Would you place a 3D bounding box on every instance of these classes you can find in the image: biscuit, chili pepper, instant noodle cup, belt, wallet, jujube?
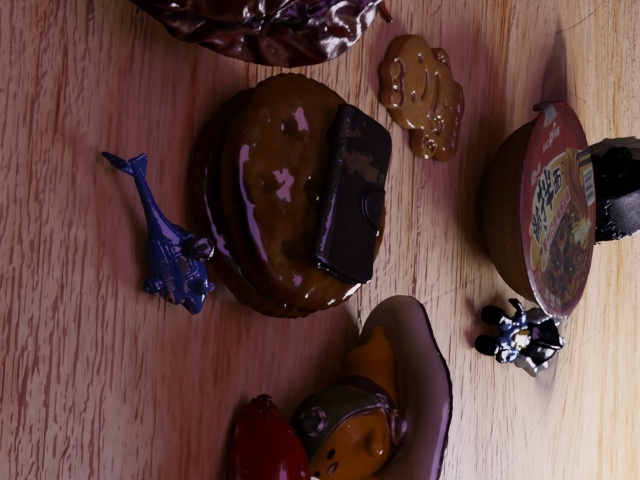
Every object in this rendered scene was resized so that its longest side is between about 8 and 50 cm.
[{"bbox_3d":[0.119,-0.164,1.706,0.184,0.027,0.133,54,47,-46],"label":"biscuit"},{"bbox_3d":[-0.025,-0.039,1.377,0.220,0.066,0.220,14,71,-48],"label":"biscuit"},{"bbox_3d":[-0.049,0.325,1.331,0.110,0.110,0.387,32,57,-56],"label":"chili pepper"},{"bbox_3d":[0.257,-0.037,1.880,0.274,0.091,0.273,0,91,-61],"label":"instant noodle cup"},{"bbox_3d":[0.398,-0.073,2.070,0.198,0.151,0.078,-52,132,-51],"label":"belt"},{"bbox_3d":[0.029,-0.040,1.377,0.082,0.018,0.156,31,62,-41],"label":"wallet"},{"bbox_3d":[-0.054,-0.249,1.215,0.232,0.213,0.212,17,75,-59],"label":"jujube"}]

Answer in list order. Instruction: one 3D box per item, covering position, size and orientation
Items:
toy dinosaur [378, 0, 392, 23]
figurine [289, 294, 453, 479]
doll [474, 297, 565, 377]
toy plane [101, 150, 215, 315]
[{"bbox_3d":[0.029,-0.354,1.526,0.101,0.055,0.279,-37,120,-66],"label":"toy dinosaur"},{"bbox_3d":[0.025,0.156,1.486,0.141,0.166,0.250,13,46,-24],"label":"figurine"},{"bbox_3d":[0.260,0.122,1.909,0.195,0.070,0.096,13,93,-53],"label":"doll"},{"bbox_3d":[-0.131,-0.004,1.245,0.062,0.054,0.167,-35,124,-26],"label":"toy plane"}]
